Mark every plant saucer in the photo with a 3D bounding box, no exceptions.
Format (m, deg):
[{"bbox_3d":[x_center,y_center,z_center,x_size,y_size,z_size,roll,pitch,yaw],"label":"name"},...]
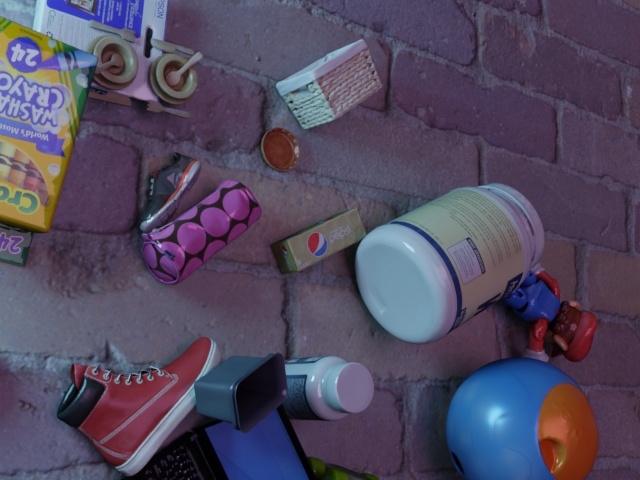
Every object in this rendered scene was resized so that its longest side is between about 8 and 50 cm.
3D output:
[{"bbox_3d":[-0.075,-0.168,1.489,0.083,0.013,0.083,7,78,-35],"label":"plant saucer"}]

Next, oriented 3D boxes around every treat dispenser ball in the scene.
[{"bbox_3d":[0.388,0.371,1.560,0.288,0.288,0.288,8,77,-36],"label":"treat dispenser ball"}]

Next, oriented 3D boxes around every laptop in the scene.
[{"bbox_3d":[-0.146,0.412,1.245,0.264,0.136,0.234,-30,99,-43],"label":"laptop"}]

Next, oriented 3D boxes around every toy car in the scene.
[{"bbox_3d":[0.030,0.487,1.374,0.155,0.149,0.188,24,79,-29],"label":"toy car"}]

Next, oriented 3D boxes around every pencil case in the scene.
[{"bbox_3d":[-0.195,-0.021,1.324,0.209,0.095,0.098,-42,106,-37],"label":"pencil case"}]

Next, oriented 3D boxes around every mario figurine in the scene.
[{"bbox_3d":[0.467,0.162,1.792,0.320,0.170,0.198,40,96,-12],"label":"mario figurine"}]

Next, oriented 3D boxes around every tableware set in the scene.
[{"bbox_3d":[-0.278,-0.276,1.288,0.194,0.039,0.128,8,78,-37],"label":"tableware set"}]

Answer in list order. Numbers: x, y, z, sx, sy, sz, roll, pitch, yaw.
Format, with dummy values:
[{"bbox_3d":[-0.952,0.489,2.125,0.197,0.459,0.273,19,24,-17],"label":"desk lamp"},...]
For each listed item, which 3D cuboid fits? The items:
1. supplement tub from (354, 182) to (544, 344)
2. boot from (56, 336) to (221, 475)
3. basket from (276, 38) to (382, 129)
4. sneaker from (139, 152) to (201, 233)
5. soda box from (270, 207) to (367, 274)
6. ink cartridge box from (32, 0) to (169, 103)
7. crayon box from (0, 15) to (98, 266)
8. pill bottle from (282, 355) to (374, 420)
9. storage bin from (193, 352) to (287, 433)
[{"bbox_3d":[0.253,0.033,1.549,0.325,0.235,0.235,-26,97,-34],"label":"supplement tub"},{"bbox_3d":[-0.275,0.207,1.225,0.176,0.088,0.244,48,61,-18],"label":"boot"},{"bbox_3d":[0.021,-0.293,1.525,0.167,0.113,0.103,-38,108,-36],"label":"basket"},{"bbox_3d":[-0.259,-0.080,1.320,0.065,0.061,0.158,31,60,2],"label":"sneaker"},{"bbox_3d":[0.000,0.000,1.486,0.181,0.058,0.061,-26,97,-37],"label":"soda box"},{"bbox_3d":[-0.352,-0.335,1.293,0.208,0.045,0.206,12,76,-35],"label":"ink cartridge box"},{"bbox_3d":[-0.458,-0.141,1.127,0.203,0.083,0.323,18,80,-33],"label":"crayon box"},{"bbox_3d":[0.003,0.251,1.362,0.108,0.180,0.108,8,77,-35],"label":"pill bottle"},{"bbox_3d":[-0.124,0.231,1.230,0.135,0.091,0.098,-30,118,-56],"label":"storage bin"}]
